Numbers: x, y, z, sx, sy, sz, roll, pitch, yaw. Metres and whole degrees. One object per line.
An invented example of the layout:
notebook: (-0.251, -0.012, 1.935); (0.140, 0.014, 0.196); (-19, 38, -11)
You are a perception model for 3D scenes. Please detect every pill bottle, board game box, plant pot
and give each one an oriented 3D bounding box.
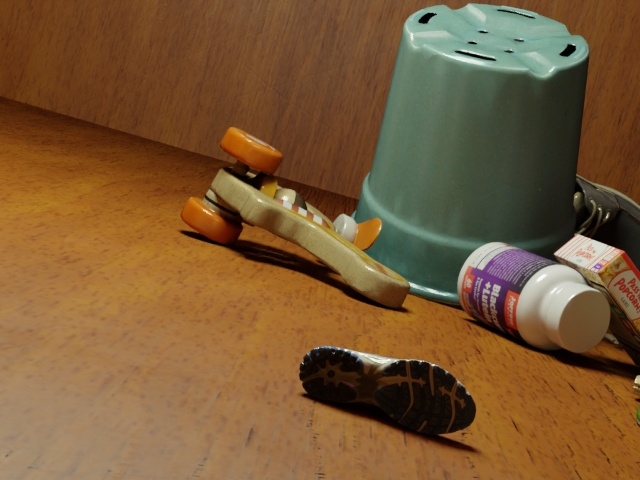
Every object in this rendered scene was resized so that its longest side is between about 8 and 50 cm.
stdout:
pill bottle: (0.265, 0.074, 1.706); (0.108, 0.108, 0.193); (13, 6, -32)
board game box: (0.383, 0.088, 1.710); (0.193, 0.045, 0.147); (52, -4, -14)
plant pot: (0.220, -0.133, 1.922); (0.341, 0.334, 0.341); (5, 29, -3)

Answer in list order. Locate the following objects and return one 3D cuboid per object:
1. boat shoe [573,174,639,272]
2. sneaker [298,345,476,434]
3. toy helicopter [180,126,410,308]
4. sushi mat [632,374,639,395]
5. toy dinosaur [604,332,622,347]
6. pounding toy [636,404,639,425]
boat shoe: (0.400, -0.042, 2.217); (0.355, 0.132, 0.130); (31, 19, 4)
sneaker: (0.054, 0.108, 1.046); (0.135, 0.052, 0.058); (18, 1, 12)
toy helicopter: (0.000, 0.000, 1.790); (0.235, 0.140, 0.355); (23, 9, -45)
sushi mat: (0.497, 0.206, 1.503); (0.317, 0.019, 0.151); (18, 5, 21)
toy dinosaur: (0.437, 0.136, 1.978); (0.093, 0.053, 0.183); (31, 12, -4)
pounding toy: (0.433, 0.159, 1.325); (0.237, 0.110, 0.183); (16, 6, -2)
